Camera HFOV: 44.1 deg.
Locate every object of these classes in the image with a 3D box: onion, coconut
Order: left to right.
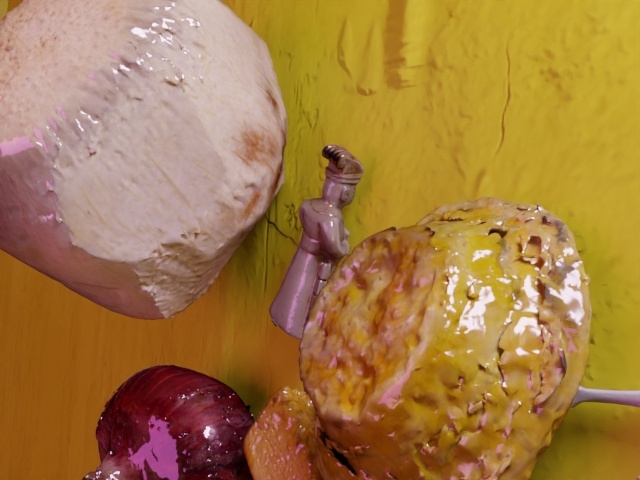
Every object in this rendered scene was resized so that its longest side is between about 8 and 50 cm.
[{"bbox_3d":[-0.210,-0.109,0.950,0.345,0.415,0.415,53,129,32],"label":"coconut"},{"bbox_3d":[-0.192,0.277,0.973,0.252,0.219,0.252,6,97,49],"label":"onion"}]

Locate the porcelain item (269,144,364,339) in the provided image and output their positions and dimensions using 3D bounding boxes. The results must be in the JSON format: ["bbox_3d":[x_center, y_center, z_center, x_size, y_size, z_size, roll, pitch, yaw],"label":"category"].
[{"bbox_3d":[0.000,0.000,0.865,0.084,0.054,0.213,41,121,47],"label":"porcelain item"}]

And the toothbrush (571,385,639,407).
[{"bbox_3d":[0.261,0.103,0.492,0.342,0.030,0.025,-9,83,53],"label":"toothbrush"}]

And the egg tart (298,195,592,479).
[{"bbox_3d":[0.074,0.085,0.629,0.294,0.123,0.294,-41,34,37],"label":"egg tart"}]

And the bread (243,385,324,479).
[{"bbox_3d":[-0.007,0.257,0.822,0.114,0.083,0.211,-58,43,27],"label":"bread"}]

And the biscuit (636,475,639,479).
[{"bbox_3d":[0.265,0.220,0.462,0.220,0.033,0.220,0,90,50],"label":"biscuit"}]
